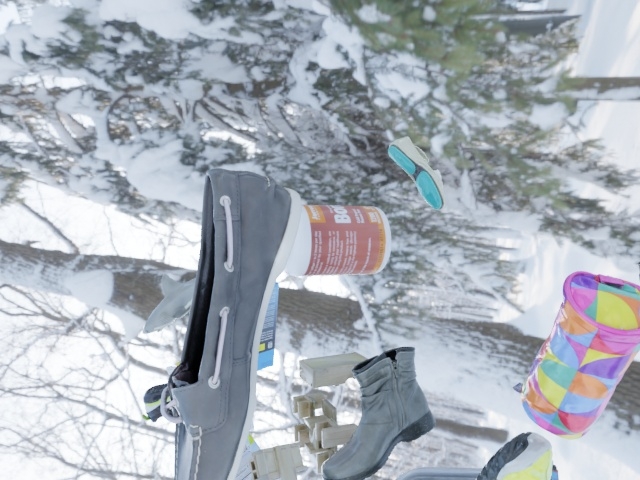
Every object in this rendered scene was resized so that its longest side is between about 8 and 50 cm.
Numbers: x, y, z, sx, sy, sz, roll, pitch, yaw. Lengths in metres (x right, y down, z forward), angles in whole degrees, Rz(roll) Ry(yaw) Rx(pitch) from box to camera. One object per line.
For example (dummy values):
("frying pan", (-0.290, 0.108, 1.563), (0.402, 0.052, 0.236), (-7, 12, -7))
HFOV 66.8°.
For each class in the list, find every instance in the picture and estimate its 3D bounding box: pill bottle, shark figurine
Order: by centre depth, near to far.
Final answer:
("pill bottle", (0.000, 0.000, 0.822), (0.121, 0.216, 0.121), (180, 90, -69))
("shark figurine", (-0.369, 0.122, 1.306), (0.116, 0.166, 0.278), (51, -132, -12))

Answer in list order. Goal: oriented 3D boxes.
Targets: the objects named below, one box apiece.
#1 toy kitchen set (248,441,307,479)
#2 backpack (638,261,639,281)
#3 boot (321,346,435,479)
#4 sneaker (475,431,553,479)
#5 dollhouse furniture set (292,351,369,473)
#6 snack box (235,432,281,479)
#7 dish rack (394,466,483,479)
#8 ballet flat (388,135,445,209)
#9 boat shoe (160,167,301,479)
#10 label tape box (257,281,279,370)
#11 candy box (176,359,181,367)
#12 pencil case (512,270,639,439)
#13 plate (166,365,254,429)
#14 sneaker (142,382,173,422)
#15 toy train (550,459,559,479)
("toy kitchen set", (-0.064, 0.285, 0.570), (0.083, 0.075, 0.068), (28, -140, -57))
("backpack", (0.666, -0.034, 0.734), (0.263, 0.213, 0.276), (-141, 58, -80))
("boot", (0.082, 0.288, 0.833), (0.246, 0.083, 0.161), (-22, -86, -31))
("sneaker", (0.273, 0.459, 0.687), (0.145, 0.147, 0.384), (5, -79, -45))
("dollhouse furniture set", (0.042, 0.412, 1.183), (0.212, 0.161, 0.242), (-175, 83, -68))
("snack box", (-0.079, 0.393, 0.722), (0.070, 0.207, 0.174), (-34, -18, -23))
("dish rack", (0.226, 0.575, 0.993), (0.333, 0.285, 0.072), (-12, -98, -51))
("ballet flat", (0.298, -0.202, 1.408), (0.248, 0.086, 0.086), (54, -165, 12))
("boat shoe", (-0.109, 0.091, 0.479), (0.095, 0.112, 0.335), (18, -100, -27))
("label tape box", (-0.282, 0.314, 1.756), (0.241, 0.106, 0.333), (-7, -70, -40))
("candy box", (-0.319, 0.326, 1.417), (0.206, 0.105, 0.027), (-29, -66, -71))
("pencil case", (0.311, 0.142, 0.584), (0.236, 0.104, 0.104), (87, -161, -44))
("plate", (-0.378, 0.538, 1.697), (0.045, 0.278, 0.277), (-50, -56, -51))
("sneaker", (-0.337, 0.412, 1.249), (0.084, 0.235, 0.097), (-144, 47, -79))
("toy train", (0.705, 0.761, 1.631), (0.105, 0.184, 0.080), (-67, -5, -49))
